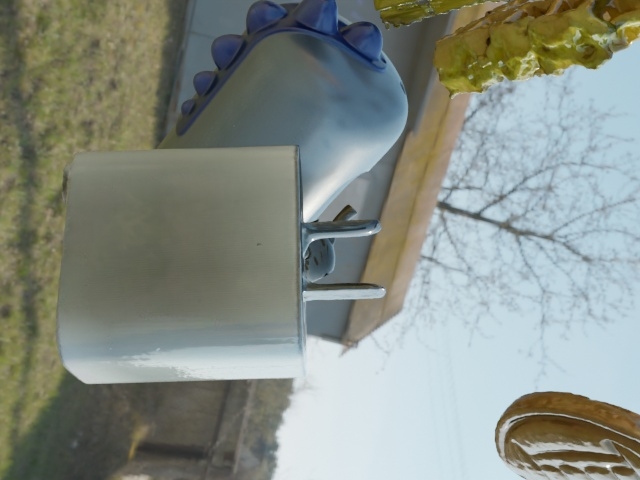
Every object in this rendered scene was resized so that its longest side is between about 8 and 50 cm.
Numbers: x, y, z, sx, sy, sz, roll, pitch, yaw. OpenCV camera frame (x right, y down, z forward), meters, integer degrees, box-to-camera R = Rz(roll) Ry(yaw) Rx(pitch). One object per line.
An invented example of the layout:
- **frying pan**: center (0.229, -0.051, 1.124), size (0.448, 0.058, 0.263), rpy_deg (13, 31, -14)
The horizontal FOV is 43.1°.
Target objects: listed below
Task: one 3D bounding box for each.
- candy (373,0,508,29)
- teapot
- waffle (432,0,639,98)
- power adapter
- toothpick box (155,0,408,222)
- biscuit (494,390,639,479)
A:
- **candy**: center (0.120, -0.371, 1.055), size (0.297, 0.187, 0.081), rpy_deg (-116, -165, -44)
- **teapot**: center (0.000, 0.000, 0.974), size (0.080, 0.110, 0.085), rpy_deg (62, 0, -5)
- **waffle**: center (0.239, -0.198, 0.665), size (0.219, 0.229, 0.057), rpy_deg (2, -59, 58)
- **power adapter**: center (-0.075, 0.019, 0.674), size (0.124, 0.255, 0.187), rpy_deg (90, -2, -68)
- **toothpick box**: center (-0.051, -0.153, 1.046), size (0.354, 0.263, 0.263), rpy_deg (-44, -159, 32)
- **biscuit**: center (0.222, 0.179, 0.671), size (0.029, 0.142, 0.220), rpy_deg (-50, -164, -27)
